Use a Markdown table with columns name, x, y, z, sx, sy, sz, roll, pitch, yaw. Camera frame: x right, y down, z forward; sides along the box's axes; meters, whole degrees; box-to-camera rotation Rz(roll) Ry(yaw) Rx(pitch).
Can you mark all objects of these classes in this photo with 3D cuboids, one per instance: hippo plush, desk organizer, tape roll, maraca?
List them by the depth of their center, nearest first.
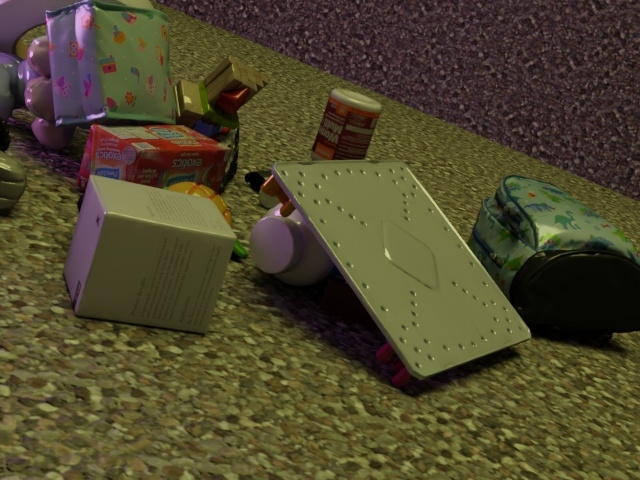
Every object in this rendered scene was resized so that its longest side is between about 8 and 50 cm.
| name | x | y | z | sx | sy | sz | roll | pitch | yaw |
| --- | --- | --- | --- | --- | --- | --- | --- | --- | --- |
| desk organizer | 0.069 | 0.102 | 1.658 | 0.130 | 0.050 | 0.047 | 21 | 17 | 8 |
| maraca | -0.190 | -0.030 | 1.734 | 0.186 | 0.099 | 0.127 | 39 | 9 | -36 |
| hippo plush | -0.566 | -0.329 | 2.029 | 0.237 | 0.234 | 0.294 | 10 | 34 | 10 |
| tape roll | -0.525 | -0.411 | 2.143 | 0.392 | 0.392 | 0.072 | 8 | 59 | -32 |

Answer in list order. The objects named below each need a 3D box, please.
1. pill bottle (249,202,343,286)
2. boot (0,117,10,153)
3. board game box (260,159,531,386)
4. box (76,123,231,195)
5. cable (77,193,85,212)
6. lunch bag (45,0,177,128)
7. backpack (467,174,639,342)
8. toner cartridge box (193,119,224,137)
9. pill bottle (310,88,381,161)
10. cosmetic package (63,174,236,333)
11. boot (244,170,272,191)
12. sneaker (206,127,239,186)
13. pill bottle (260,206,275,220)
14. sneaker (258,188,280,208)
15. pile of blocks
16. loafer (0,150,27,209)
| name | x | y | z | sx | sy | sz | roll | pitch | yaw |
| --- | --- | --- | --- | --- | --- | --- | --- | --- | --- |
| pill bottle | 0.000 | 0.000 | 1.745 | 0.146 | 0.146 | 0.264 | 29 | 20 | 31 |
| boot | -0.707 | -0.215 | 1.698 | 0.260 | 0.131 | 0.348 | 31 | 20 | 35 |
| board game box | 0.127 | 0.036 | 1.655 | 0.390 | 0.050 | 0.390 | -7 | 58 | -55 |
| box | -0.296 | -0.132 | 1.885 | 0.128 | 0.122 | 0.257 | 28 | 19 | 27 |
| cable | -0.293 | -0.032 | 1.565 | 0.151 | 0.047 | 0.184 | 29 | -16 | -4 |
| lunch bag | -0.367 | -0.315 | 1.931 | 0.160 | 0.223 | 0.262 | -5 | 1 | 29 |
| backpack | 0.435 | 0.024 | 2.019 | 0.290 | 0.273 | 0.355 | 6 | 8 | -17 |
| toner cartridge box | -0.398 | -0.309 | 2.417 | 0.348 | 0.075 | 0.165 | 19 | 16 | 1 |
| pill bottle | 0.049 | -0.220 | 2.357 | 0.121 | 0.221 | 0.121 | 17 | 17 | -5 |
| cosmetic package | -0.236 | 0.018 | 1.426 | 0.184 | 0.151 | 0.151 | 12 | 18 | -25 |
| boot | -0.048 | -0.106 | 2.176 | 0.198 | 0.076 | 0.137 | 16 | 16 | 42 |
| sneaker | -0.234 | -0.184 | 2.165 | 0.118 | 0.107 | 0.279 | 6 | 13 | 3 |
| pill bottle | -0.065 | -0.031 | 1.908 | 0.067 | 0.067 | 0.120 | 24 | 17 | 18 |
| sneaker | -0.043 | -0.077 | 2.095 | 0.158 | 0.061 | 0.065 | 21 | 10 | 6 |
| pile of blocks | -0.273 | -0.238 | 2.115 | 0.149 | 0.362 | 0.112 | 52 | 21 | -54 |
| loafer | -0.607 | -0.129 | 1.590 | 0.320 | 0.112 | 0.111 | 21 | 10 | -18 |
